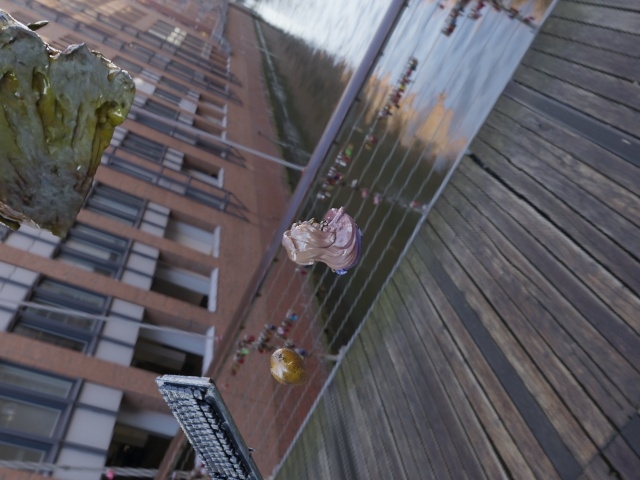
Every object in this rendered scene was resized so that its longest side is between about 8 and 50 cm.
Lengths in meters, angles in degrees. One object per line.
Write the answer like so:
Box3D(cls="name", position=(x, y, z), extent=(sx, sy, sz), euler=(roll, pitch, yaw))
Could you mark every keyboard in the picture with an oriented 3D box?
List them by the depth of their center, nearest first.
Box3D(cls="keyboard", position=(-0.118, 0.247, 0.659), extent=(0.093, 0.230, 0.025), euler=(-2, 32, 28))

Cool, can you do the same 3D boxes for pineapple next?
Box3D(cls="pineapple", position=(-0.260, -0.094, 0.464), extent=(0.114, 0.236, 0.186), euler=(12, 111, 46))

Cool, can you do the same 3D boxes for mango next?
Box3D(cls="mango", position=(-0.064, 0.261, 1.128), extent=(0.063, 0.127, 0.077), euler=(-30, 60, 2))

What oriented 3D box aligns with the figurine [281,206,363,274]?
Box3D(cls="figurine", position=(0.009, -0.001, 1.024), extent=(0.114, 0.157, 0.126), euler=(-7, 81, 39))
